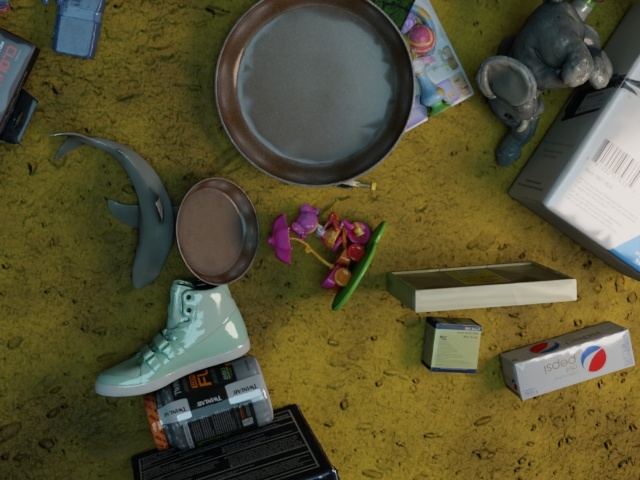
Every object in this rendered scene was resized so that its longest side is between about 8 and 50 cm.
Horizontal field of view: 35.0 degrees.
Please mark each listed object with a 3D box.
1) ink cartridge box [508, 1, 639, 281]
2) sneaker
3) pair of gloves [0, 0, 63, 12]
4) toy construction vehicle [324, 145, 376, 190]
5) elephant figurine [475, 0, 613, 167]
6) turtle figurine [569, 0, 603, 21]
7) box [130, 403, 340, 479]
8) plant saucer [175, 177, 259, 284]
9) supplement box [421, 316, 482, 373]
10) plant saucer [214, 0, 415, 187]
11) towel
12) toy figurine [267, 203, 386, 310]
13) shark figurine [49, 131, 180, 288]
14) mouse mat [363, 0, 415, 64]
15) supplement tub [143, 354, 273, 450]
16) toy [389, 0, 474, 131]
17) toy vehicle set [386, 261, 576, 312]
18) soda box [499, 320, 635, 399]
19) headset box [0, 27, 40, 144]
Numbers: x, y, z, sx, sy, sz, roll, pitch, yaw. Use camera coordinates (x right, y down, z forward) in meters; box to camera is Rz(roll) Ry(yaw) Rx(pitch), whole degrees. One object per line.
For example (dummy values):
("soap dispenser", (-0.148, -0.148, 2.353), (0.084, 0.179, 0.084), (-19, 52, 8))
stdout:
("ink cartridge box", (0.550, -0.158, 1.678), (0.285, 0.166, 0.395), (33, 92, -15))
("sneaker", (-0.249, 0.143, 1.599), (0.256, 0.094, 0.151), (-20, 108, -18))
("pair of gloves", (-0.441, -0.398, 1.477), (0.198, 0.023, 0.159), (-15, 67, -7))
("toy construction vehicle", (0.048, -0.125, 1.654), (0.098, 0.035, 0.085), (6, 87, -15))
("elephant figurine", (0.325, -0.258, 1.622), (0.169, 0.239, 0.186), (14, 56, -48))
("turtle figurine", (0.460, -0.455, 1.578), (0.266, 0.274, 0.198), (-44, 135, 20))
("box", (-0.123, 0.418, 1.566), (0.296, 0.294, 0.182), (-17, 104, -8))
("plant saucer", (-0.166, -0.014, 1.590), (0.168, 0.029, 0.168), (4, 85, -47))
("supplement box", (0.221, 0.176, 1.720), (0.083, 0.056, 0.083), (4, 98, -12))
("plant saucer", (-0.008, -0.239, 1.584), (0.311, 0.050, 0.310), (1, 100, 4))
("towel", (-0.364, -0.337, 1.536), (0.067, 0.029, 0.119), (11, 96, -13))
("toy figurine", (0.000, 0.000, 1.631), (0.159, 0.130, 0.173), (32, 69, -5))
("shark figurine", (-0.280, -0.076, 1.553), (0.166, 0.116, 0.278), (-31, 105, -7))
("mouse mat", (0.072, -0.388, 1.601), (0.153, 0.007, 0.189), (25, 92, 8))
("supplement tub", (-0.179, 0.263, 1.622), (0.190, 0.117, 0.117), (-16, 102, -9))
("toy", (0.145, -0.309, 1.630), (0.137, 0.056, 0.237), (-29, 103, -6))
("toy vehicle set", (0.257, 0.073, 1.655), (0.267, 0.166, 0.035), (-4, 99, -10))
("soda box", (0.426, 0.206, 1.757), (0.216, 0.074, 0.069), (-15, 101, -9))
("headset box", (-0.560, -0.235, 1.470), (0.293, 0.110, 0.218), (26, 92, -14))
